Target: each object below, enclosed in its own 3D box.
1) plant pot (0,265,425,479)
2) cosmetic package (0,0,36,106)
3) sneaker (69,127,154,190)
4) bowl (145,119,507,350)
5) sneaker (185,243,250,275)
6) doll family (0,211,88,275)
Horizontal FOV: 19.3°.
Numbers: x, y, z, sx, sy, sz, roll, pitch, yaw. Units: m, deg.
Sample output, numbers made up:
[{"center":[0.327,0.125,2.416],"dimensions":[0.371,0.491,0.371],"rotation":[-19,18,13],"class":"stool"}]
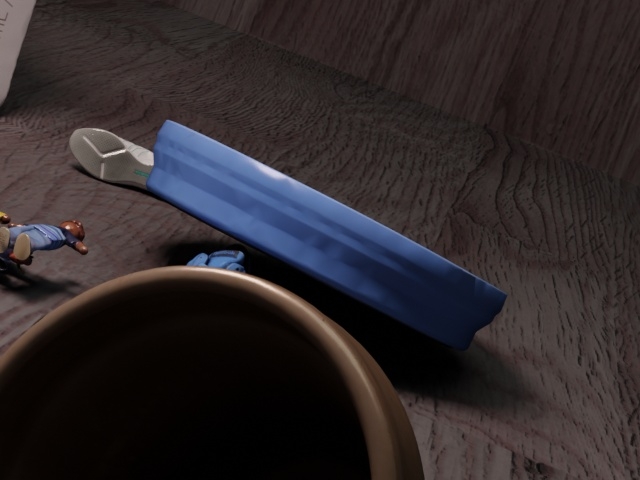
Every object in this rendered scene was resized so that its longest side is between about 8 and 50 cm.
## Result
[{"center":[-0.044,0.168,1.036],"dimensions":[0.263,0.263,0.229],"rotation":[27,-5,27],"class":"plant pot"},{"center":[-0.561,-0.386,2.233],"dimensions":[0.393,0.329,0.327],"rotation":[10,17,-36],"class":"cosmetic package"},{"center":[-0.220,-0.086,2.172],"dimensions":[0.152,0.054,0.061],"rotation":[24,3,-13],"class":"sneaker"},{"center":[0.000,0.000,1.900],"dimensions":[0.391,0.077,0.391],"rotation":[27,0,0],"class":"bowl"},{"center":[-0.112,0.047,1.710],"dimensions":[0.069,0.082,0.209],"rotation":[25,15,9],"class":"sneaker"},{"center":[-0.298,-0.013,1.695],"dimensions":[0.193,0.076,0.111],"rotation":[30,11,18],"class":"doll family"}]
